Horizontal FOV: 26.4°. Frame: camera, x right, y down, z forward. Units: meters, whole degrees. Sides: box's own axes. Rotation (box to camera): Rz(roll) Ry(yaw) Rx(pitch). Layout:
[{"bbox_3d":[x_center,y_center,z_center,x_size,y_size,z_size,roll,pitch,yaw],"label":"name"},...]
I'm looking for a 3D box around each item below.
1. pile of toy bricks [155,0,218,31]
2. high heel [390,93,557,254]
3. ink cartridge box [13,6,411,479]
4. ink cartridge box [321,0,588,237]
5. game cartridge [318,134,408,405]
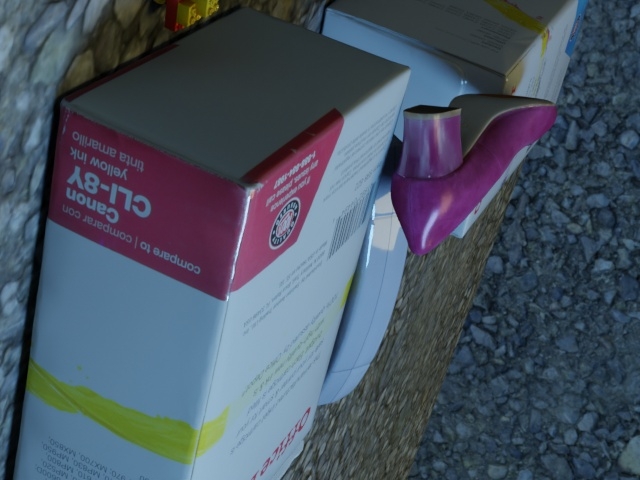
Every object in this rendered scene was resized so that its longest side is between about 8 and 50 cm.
[{"bbox_3d":[-0.043,-0.239,0.924,0.118,0.105,0.212,-49,157,-48],"label":"pile of toy bricks"},{"bbox_3d":[0.139,-0.063,1.178,0.244,0.082,0.117,-20,114,-59],"label":"high heel"},{"bbox_3d":[-0.091,0.046,1.078,0.279,0.160,0.385,-43,152,-56],"label":"ink cartridge box"},{"bbox_3d":[0.133,-0.176,1.426,0.270,0.197,0.198,-47,156,-48],"label":"ink cartridge box"},{"bbox_3d":[0.000,0.000,1.266,0.060,0.196,0.294,-9,130,-29],"label":"game cartridge"}]
